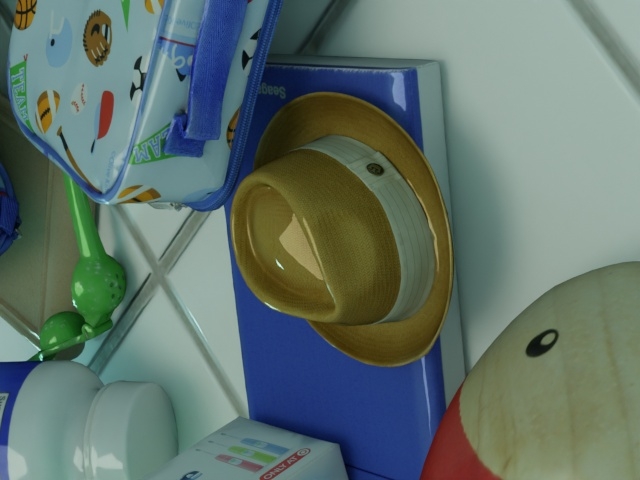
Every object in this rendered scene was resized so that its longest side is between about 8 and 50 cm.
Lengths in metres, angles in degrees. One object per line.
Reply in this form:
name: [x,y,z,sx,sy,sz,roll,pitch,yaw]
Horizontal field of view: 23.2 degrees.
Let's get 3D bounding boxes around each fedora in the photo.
fedora: [0.000,0.000,1.011,0.194,0.079,0.194,21,119,43]

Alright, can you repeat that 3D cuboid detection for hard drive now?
hard drive: [0.012,0.030,1.104,0.210,0.040,0.319,10,111,48]

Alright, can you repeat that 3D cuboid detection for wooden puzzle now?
wooden puzzle: [-0.289,-0.032,1.438,0.238,0.044,0.221,30,125,34]

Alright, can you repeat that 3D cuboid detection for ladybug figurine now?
ladybug figurine: [0.160,0.234,0.911,0.305,0.162,0.449,24,121,42]

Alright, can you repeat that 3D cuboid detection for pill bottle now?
pill bottle: [-0.267,0.178,1.332,0.272,0.152,0.152,-3,103,17]

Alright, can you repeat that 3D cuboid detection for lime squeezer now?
lime squeezer: [-0.232,0.054,1.355,0.110,0.059,0.310,26,120,0]

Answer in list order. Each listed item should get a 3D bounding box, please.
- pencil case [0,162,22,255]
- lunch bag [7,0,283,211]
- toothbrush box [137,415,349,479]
pencil case: [-0.384,0.011,1.433,0.306,0.133,0.119,-32,37,46]
lunch bag: [-0.109,-0.169,1.057,0.243,0.115,0.303,35,116,51]
toothbrush box: [-0.061,0.304,1.125,0.122,0.206,0.283,7,118,48]
